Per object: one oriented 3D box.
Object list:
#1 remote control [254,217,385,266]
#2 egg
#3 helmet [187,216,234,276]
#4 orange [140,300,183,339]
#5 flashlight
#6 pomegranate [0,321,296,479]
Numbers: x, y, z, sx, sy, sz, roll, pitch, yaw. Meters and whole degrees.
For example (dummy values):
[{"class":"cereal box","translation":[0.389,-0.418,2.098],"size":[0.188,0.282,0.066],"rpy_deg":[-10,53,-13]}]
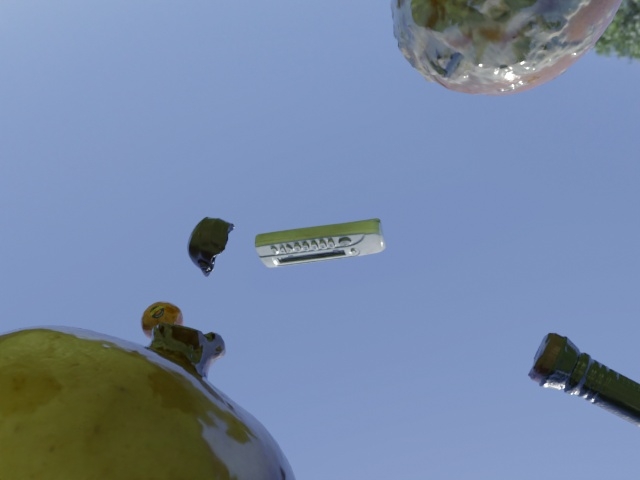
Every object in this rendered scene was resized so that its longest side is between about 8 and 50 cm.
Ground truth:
[{"class":"remote control","translation":[0.000,0.001,1.371],"size":[0.230,0.090,0.049],"rpy_deg":[-8,-118,9]},{"class":"egg","translation":[0.166,-0.230,0.662],"size":[0.233,0.195,0.194],"rpy_deg":[-33,-156,36]},{"class":"helmet","translation":[-0.216,0.006,1.443],"size":[0.070,0.123,0.098],"rpy_deg":[29,-144,-9]},{"class":"orange","translation":[-0.301,0.156,1.448],"size":[0.084,0.083,0.083],"rpy_deg":[-10,-142,7]},{"class":"flashlight","translation":[0.454,0.232,1.209],"size":[0.232,0.093,0.093],"rpy_deg":[26,-131,11]},{"class":"pomegranate","translation":[-0.150,0.194,0.454],"size":[0.308,0.307,0.307],"rpy_deg":[-10,-142,7]}]
